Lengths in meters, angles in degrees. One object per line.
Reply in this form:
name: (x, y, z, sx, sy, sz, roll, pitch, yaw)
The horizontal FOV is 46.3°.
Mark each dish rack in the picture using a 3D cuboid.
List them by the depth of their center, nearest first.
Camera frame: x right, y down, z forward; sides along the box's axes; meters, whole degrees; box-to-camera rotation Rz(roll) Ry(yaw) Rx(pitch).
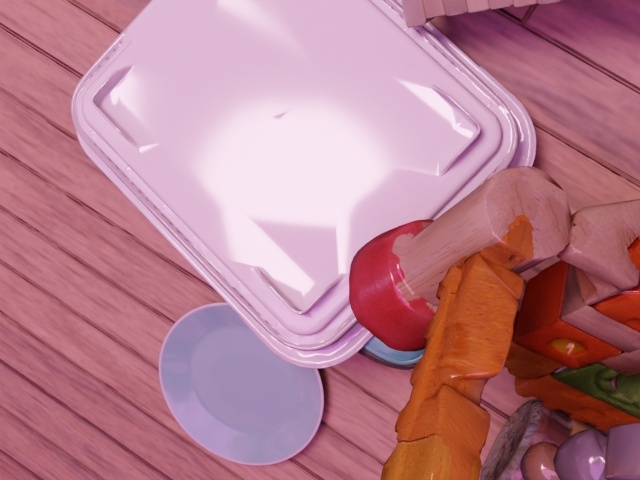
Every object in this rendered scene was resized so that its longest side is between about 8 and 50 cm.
dish rack: (-0.027, -0.093, 0.598, 0.333, 0.072, 0.285, 45, 95, 9)

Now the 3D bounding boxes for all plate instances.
plate: (-0.083, 0.150, 0.789, 0.188, 0.024, 0.188, 6, 108, 18)

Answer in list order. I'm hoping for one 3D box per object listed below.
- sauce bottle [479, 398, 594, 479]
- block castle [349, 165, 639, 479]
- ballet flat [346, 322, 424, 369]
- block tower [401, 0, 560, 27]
sauce bottle: (0.311, 0.266, 0.645, 0.344, 0.111, 0.112, 29, 114, 7)
block castle: (0.200, 0.182, 0.471, 0.453, 0.303, 0.213, 26, 152, -11)
ballet flat: (0.000, 0.000, 0.673, 0.280, 0.096, 0.095, 45, 91, 8)
block tower: (0.211, -0.215, 0.479, 0.335, 0.091, 0.097, 0, 117, 34)
